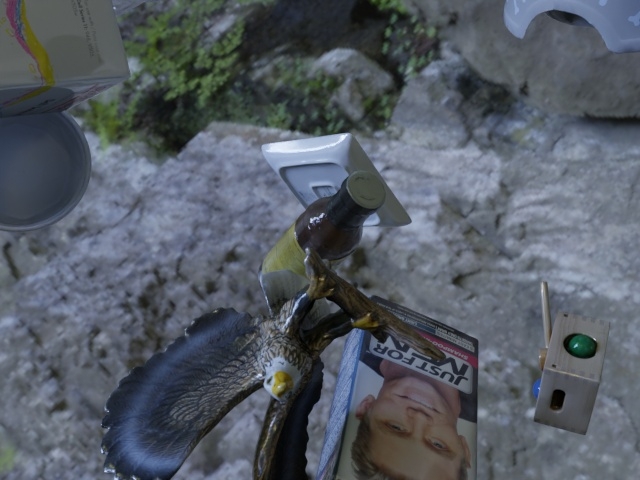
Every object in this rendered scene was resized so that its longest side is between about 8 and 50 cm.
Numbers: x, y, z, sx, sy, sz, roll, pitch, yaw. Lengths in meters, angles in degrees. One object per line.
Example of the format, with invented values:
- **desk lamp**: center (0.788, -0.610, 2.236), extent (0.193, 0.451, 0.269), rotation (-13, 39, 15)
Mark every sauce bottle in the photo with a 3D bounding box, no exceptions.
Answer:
- **sauce bottle**: center (0.000, 0.000, 1.484), extent (0.111, 0.111, 0.344), rotation (44, 144, 1)

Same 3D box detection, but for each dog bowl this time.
- **dog bowl**: center (0.416, -0.370, 1.180), extent (0.348, 0.349, 0.102), rotation (20, 138, 42)

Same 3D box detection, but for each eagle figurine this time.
- **eagle figurine**: center (-0.058, 0.158, 0.924), extent (0.226, 0.298, 0.225), rotation (39, -179, 29)

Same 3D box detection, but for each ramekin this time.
- **ramekin**: center (-0.456, -0.112, 1.325), extent (0.207, 0.207, 0.109), rotation (50, 162, -11)

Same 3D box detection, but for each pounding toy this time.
- **pounding toy**: center (0.324, 0.155, 1.174), extent (0.100, 0.130, 0.141), rotation (12, 133, 17)

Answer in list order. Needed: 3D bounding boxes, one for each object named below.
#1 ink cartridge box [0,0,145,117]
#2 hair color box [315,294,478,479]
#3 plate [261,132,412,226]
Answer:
- **ink cartridge box**: center (-0.387, -0.227, 1.107), extent (0.207, 0.353, 0.119), rotation (-9, 95, 48)
- **hair color box**: center (0.103, 0.233, 1.115), extent (0.174, 0.347, 0.105), rotation (23, 123, -4)
- **plate**: center (0.027, -0.113, 1.950), extent (0.278, 0.045, 0.277), rotation (-1, 139, 43)
